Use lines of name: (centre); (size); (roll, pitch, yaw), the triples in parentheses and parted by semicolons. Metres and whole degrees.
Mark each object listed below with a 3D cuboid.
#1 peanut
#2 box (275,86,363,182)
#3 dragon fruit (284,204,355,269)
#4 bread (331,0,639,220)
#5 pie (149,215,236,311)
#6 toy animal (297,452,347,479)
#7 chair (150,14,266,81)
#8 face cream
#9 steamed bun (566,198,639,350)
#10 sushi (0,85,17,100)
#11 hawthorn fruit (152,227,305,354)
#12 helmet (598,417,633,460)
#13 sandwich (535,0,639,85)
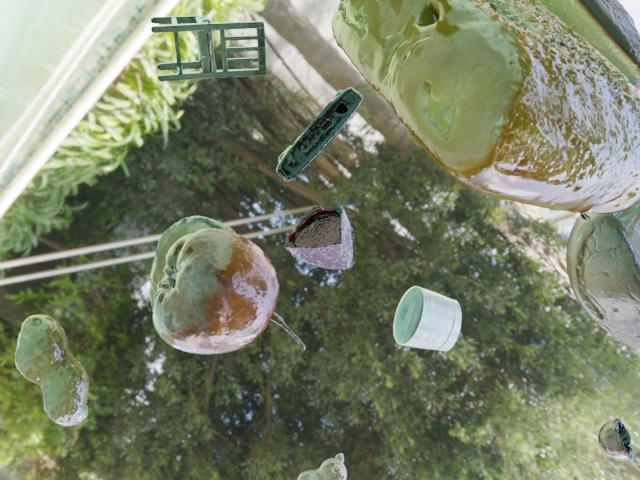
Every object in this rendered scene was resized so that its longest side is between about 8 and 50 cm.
peanut: (-0.440, 0.215, 0.970); (0.089, 0.193, 0.089); (-28, 180, 0)
box: (-0.010, -0.274, 1.573); (0.290, 0.073, 0.289); (-48, -174, 2)
dragon fruit: (0.000, -0.002, 1.469); (0.161, 0.127, 0.120); (-5, -130, 9)
bread: (0.208, -0.178, 0.648); (0.148, 0.337, 0.328); (-60, -140, 32)
pie: (-0.298, 0.103, 1.439); (0.339, 0.077, 0.339); (-4, -98, 32)
toy animal: (0.001, 0.571, 1.417); (0.150, 0.089, 0.083); (-28, -155, -9)
chair: (-0.280, -0.487, 1.482); (0.270, 0.136, 0.147); (-8, -150, -11)
face cream: (0.335, 0.243, 1.787); (0.081, 0.348, 0.173); (16, -93, 35)
steamed bun: (0.584, 0.053, 1.143); (0.251, 0.301, 0.199); (-38, -173, -35)
sushi: (-0.627, -0.228, 0.995); (0.192, 0.043, 0.279); (-38, -148, -19)
hawthorn fruit: (-0.187, 0.090, 1.102); (0.231, 0.263, 0.235); (16, -73, 39)
helmet: (0.526, 0.361, 1.062); (0.049, 0.065, 0.084); (-26, -173, 30)
sandwich: (0.370, -0.317, 0.857); (0.096, 0.258, 0.094); (-38, 177, -37)
